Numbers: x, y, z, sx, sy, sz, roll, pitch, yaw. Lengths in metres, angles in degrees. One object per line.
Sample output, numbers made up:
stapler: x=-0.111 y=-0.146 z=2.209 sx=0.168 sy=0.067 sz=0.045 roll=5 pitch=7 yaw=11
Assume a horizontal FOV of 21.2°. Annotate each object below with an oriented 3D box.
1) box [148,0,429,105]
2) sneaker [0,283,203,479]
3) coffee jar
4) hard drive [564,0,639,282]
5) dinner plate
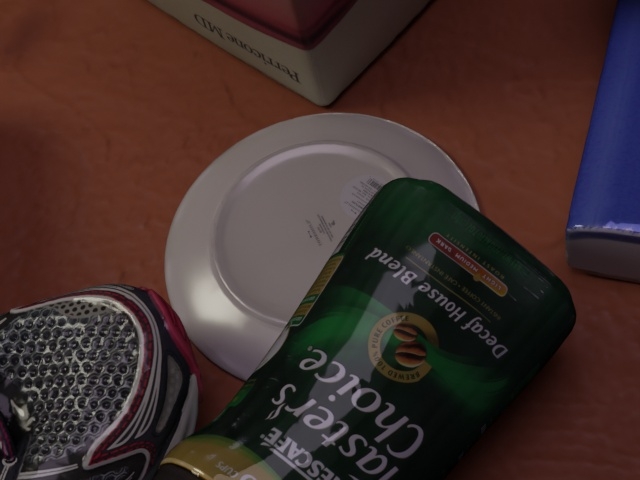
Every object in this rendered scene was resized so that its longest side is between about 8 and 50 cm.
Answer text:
box: x=-0.030 y=-0.193 z=0.732 sx=0.149 sy=0.232 sz=0.127 roll=34 pitch=71 yaw=25
sneaker: x=-0.183 y=0.107 z=0.658 sx=0.299 sy=0.112 sz=0.121 roll=-30 pitch=60 yaw=-8
coffee jar: x=0.011 y=0.071 z=0.656 sx=0.096 sy=0.079 sz=0.184 roll=38 pitch=72 yaw=0
hard drive: x=0.242 y=-0.116 z=0.751 sx=0.210 sy=0.040 sz=0.318 roll=9 pitch=62 yaw=15
dinner plate: x=0.000 y=0.000 z=0.743 sx=0.141 sy=0.017 sz=0.141 roll=-4 pitch=59 yaw=6
